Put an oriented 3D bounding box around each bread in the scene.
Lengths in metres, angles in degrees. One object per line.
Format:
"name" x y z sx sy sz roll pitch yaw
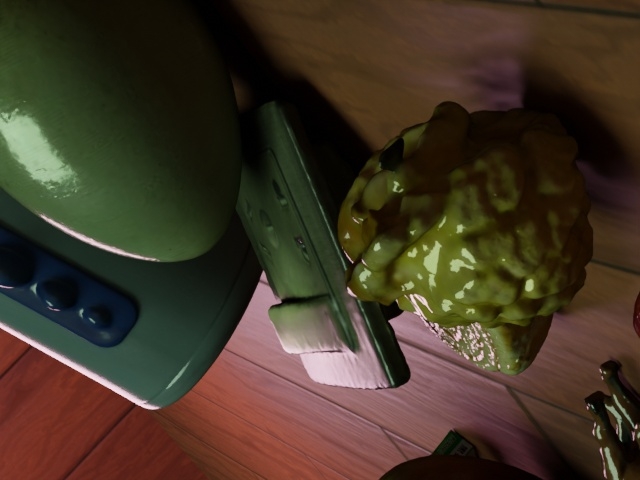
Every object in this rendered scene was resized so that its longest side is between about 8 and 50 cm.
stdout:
"bread" 0.122 0.047 1.501 0.122 0.073 0.149 36 164 25

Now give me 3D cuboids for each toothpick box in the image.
"toothpick box" -0.250 -0.008 1.855 0.354 0.263 0.263 30 170 -16

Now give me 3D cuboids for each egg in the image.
"egg" -0.177 -0.112 1.574 0.295 0.218 0.218 53 165 -12

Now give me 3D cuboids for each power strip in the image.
"power strip" 0.002 0.001 1.645 0.257 0.092 0.251 170 82 -72

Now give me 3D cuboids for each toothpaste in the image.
"toothpaste" 0.157 0.268 2.105 0.037 0.043 0.178 36 164 30

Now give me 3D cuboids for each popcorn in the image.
"popcorn" 0.092 -0.011 1.218 0.170 0.180 0.180 44 167 -20

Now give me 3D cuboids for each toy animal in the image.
"toy animal" 0.290 0.213 1.448 0.230 0.066 0.224 62 168 -24

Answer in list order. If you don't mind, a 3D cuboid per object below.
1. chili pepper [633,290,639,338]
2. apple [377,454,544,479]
"chili pepper" 0.241 0.047 1.198 0.071 0.063 0.272 58 168 -3
"apple" 0.164 0.374 1.873 0.277 0.319 0.319 11 169 -9
